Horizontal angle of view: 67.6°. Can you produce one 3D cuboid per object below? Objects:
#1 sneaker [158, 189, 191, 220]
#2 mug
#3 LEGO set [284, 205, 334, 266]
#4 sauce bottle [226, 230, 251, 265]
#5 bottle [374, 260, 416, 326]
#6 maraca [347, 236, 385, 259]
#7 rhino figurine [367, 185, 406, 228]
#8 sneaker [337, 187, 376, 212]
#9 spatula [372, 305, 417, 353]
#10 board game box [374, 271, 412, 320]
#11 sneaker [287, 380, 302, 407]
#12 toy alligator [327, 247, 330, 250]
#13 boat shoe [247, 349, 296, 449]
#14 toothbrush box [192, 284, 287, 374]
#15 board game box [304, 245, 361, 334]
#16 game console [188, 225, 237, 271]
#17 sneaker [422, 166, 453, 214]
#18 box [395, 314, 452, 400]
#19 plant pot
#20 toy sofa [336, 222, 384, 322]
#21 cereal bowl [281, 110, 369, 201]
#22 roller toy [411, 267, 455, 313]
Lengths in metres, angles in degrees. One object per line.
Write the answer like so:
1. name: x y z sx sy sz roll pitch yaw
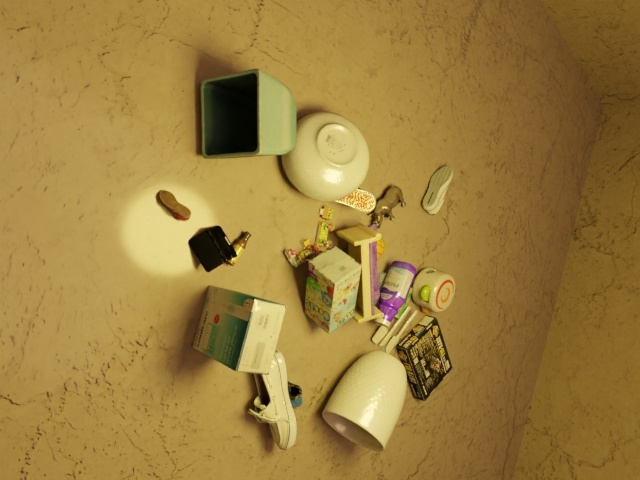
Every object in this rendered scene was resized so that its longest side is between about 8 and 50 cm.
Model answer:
1. sneaker: -0.453 -0.104 1.484 0.118 0.067 0.042 41 67 -2
2. mug: 0.207 0.658 1.974 0.328 0.276 0.374 -55 155 -31
3. LEGO set: 0.000 0.000 1.820 0.287 0.107 0.132 -50 122 -25
4. sauce bottle: -0.279 0.026 1.631 0.042 0.042 0.128 46 67 -33
5. bottle: 0.313 0.228 2.044 0.092 0.118 0.283 34 74 -34
6. maraca: 0.190 0.045 1.993 0.185 0.099 0.127 -32 110 -14
7. rhino figurine: 0.283 -0.140 2.068 0.243 0.073 0.106 -48 125 -25
8. sneaker: 0.068 -0.197 1.874 0.302 0.121 0.108 26 92 -18
9. spatula: 0.340 0.384 2.156 0.242 0.019 0.168 -51 126 -8
10. board game box: 0.321 0.254 2.154 0.211 0.039 0.160 28 76 -37
11. sneaker: -0.097 0.587 1.803 0.058 0.084 0.152 -44 120 -28
12. toy alligator: 0.079 0.113 1.931 0.056 0.051 0.190 -39 117 -30
13. boat shoe: -0.190 0.584 1.695 0.156 0.135 0.368 -11 98 -39
14. toothbrush box: -0.261 0.273 1.504 0.126 0.295 0.217 20 82 -38
15. board game box: 0.041 0.186 1.775 0.144 0.142 0.276 -30 141 -35
16. game console: -0.350 0.026 1.566 0.122 0.071 0.107 59 26 0
17. sneaker: 0.565 -0.238 2.296 0.258 0.094 0.091 -57 143 -16
18. box: 0.505 0.568 2.311 0.257 0.079 0.322 -37 116 -33
19. plant pot: -0.206 -0.382 1.540 0.252 0.247 0.247 -6 97 -55
20. toy sofa: 0.182 0.123 1.870 0.177 0.150 0.363 -13 113 -21
21. cereal bowl: 0.037 -0.317 1.729 0.338 0.141 0.339 5 77 -22
22. roller toy: 0.530 0.233 2.257 0.191 0.146 0.209 -51 131 -18
